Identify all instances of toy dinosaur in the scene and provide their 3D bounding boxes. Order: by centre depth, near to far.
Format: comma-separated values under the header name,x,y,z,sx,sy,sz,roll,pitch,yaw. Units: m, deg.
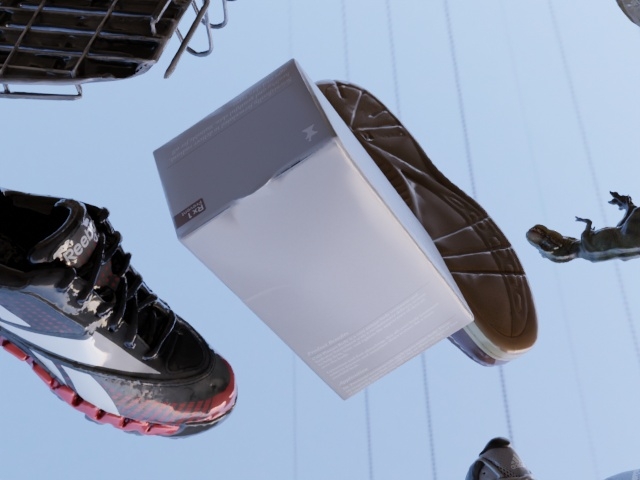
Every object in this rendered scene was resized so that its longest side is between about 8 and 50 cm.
name,x,y,z,sx,sy,sz,roll,pitch,yaw
toy dinosaur,0.400,-0.018,1.494,0.268,0.064,0.118,-1,-130,32

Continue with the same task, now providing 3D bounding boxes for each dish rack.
name,x,y,z,sx,sy,sz,roll,pitch,yaw
dish rack,-0.119,-0.162,0.632,0.208,0.074,0.272,7,-129,19

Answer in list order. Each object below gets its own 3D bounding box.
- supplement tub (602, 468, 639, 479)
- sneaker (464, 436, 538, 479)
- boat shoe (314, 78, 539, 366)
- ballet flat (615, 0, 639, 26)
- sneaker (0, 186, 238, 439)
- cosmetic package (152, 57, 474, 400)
name,x,y,z,sx,sy,sz,roll,pitch,yaw
supplement tub,0.262,0.198,0.588,0.338,0.207,0.207,-17,-133,18
sneaker,0.191,0.219,1.021,0.086,0.228,0.132,7,-127,-40
boat shoe,0.072,-0.002,1.124,0.123,0.123,0.342,-8,-128,-46
ballet flat,0.178,-0.222,0.641,0.116,0.124,0.342,12,-138,-4
sneaker,-0.166,0.046,0.839,0.276,0.135,0.098,32,-139,-14
cosmetic package,0.000,0.000,0.847,0.127,0.238,0.107,-31,-137,7
